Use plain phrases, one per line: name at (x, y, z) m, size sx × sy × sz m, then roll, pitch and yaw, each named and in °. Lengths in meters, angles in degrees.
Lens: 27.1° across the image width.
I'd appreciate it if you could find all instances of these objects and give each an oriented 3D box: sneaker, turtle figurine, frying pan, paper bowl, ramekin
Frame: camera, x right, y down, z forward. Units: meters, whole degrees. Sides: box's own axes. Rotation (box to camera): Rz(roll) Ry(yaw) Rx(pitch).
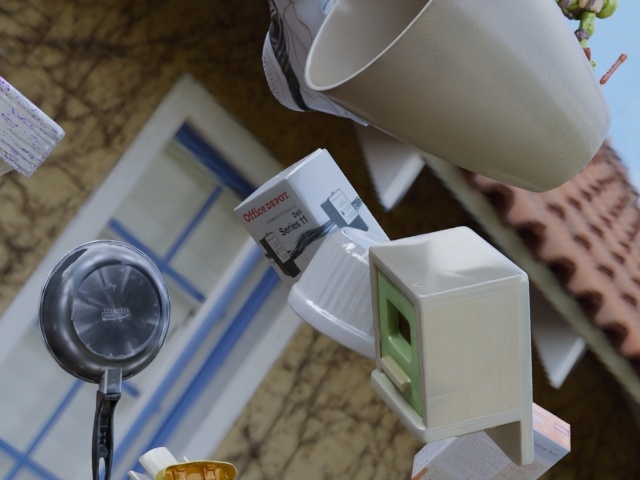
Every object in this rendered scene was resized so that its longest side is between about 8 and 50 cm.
sneaker at (0.023, -0.279, 1.537) m, size 0.210 × 0.137 × 0.366 m, roll 25°, pitch -34°, yaw 32°
turtle figurine at (0.362, -0.363, 1.853) m, size 0.087 × 0.270 × 0.217 m, roll 12°, pitch -4°, yaw 40°
frying pan at (-0.306, 0.156, 1.787) m, size 0.197 × 0.326 × 0.053 m, roll 28°, pitch -18°, yaw -30°
paper bowl at (-0.515, -0.190, 1.885) m, size 0.284 × 0.148 × 0.284 m, roll 39°, pitch -5°, yaw 4°
ramekin at (0.076, 0.067, 1.590) m, size 0.207 × 0.109 × 0.207 m, roll 25°, pitch 10°, yaw -4°

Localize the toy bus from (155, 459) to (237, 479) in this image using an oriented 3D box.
toy bus at (-0.190, 0.428, 1.783) m, size 0.149 × 0.220 × 0.211 m, roll 7°, pitch -28°, yaw -42°

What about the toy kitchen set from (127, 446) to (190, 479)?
toy kitchen set at (-0.266, 0.467, 2.197) m, size 0.122 × 0.207 × 0.166 m, roll 44°, pitch 5°, yaw 35°

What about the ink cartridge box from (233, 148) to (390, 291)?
ink cartridge box at (0.000, 0.000, 1.786) m, size 0.208 × 0.087 × 0.153 m, roll 55°, pitch -36°, yaw -5°

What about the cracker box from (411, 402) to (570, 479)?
cracker box at (0.280, 0.351, 2.194) m, size 0.155 × 0.067 × 0.232 m, roll 33°, pitch -55°, yaw -13°

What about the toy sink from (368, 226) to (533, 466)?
toy sink at (0.136, 0.127, 1.434) m, size 0.153 × 0.131 × 0.234 m, roll -132°, pitch -147°, yaw -62°

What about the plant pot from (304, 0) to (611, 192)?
plant pot at (0.167, -0.178, 1.399) m, size 0.274 × 0.256 × 0.256 m, roll 38°, pitch -12°, yaw -22°
